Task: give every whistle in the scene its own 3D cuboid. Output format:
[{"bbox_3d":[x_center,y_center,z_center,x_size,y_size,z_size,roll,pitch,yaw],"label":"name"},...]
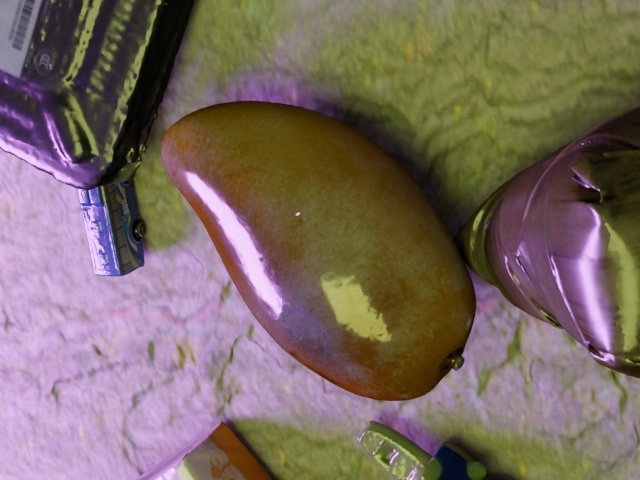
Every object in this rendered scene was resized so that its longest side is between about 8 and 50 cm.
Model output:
[{"bbox_3d":[0.138,0.271,1.959,0.227,0.085,0.105,36,114,7],"label":"whistle"}]

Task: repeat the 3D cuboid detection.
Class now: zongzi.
[{"bbox_3d":[0.391,-0.071,1.677,0.500,0.467,0.218,-20,104,-8],"label":"zongzi"}]

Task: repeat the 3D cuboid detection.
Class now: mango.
[{"bbox_3d":[0.000,0.000,1.830,0.384,0.199,0.221,40,133,12],"label":"mango"}]

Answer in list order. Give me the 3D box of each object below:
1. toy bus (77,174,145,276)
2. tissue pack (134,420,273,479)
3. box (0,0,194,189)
[{"bbox_3d":[-0.234,-0.036,2.010,0.051,0.061,0.153,1,113,27],"label":"toy bus"},{"bbox_3d":[-0.121,0.352,2.098,0.185,0.124,0.225,-36,94,35],"label":"tissue pack"},{"bbox_3d":[-0.305,-0.261,1.903,0.350,0.091,0.359,26,111,15],"label":"box"}]
